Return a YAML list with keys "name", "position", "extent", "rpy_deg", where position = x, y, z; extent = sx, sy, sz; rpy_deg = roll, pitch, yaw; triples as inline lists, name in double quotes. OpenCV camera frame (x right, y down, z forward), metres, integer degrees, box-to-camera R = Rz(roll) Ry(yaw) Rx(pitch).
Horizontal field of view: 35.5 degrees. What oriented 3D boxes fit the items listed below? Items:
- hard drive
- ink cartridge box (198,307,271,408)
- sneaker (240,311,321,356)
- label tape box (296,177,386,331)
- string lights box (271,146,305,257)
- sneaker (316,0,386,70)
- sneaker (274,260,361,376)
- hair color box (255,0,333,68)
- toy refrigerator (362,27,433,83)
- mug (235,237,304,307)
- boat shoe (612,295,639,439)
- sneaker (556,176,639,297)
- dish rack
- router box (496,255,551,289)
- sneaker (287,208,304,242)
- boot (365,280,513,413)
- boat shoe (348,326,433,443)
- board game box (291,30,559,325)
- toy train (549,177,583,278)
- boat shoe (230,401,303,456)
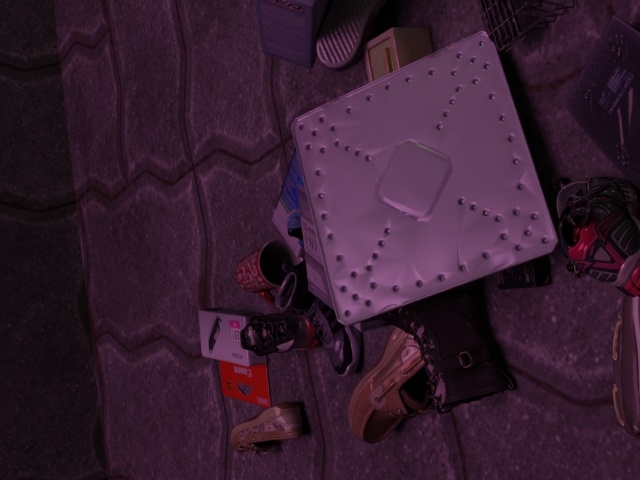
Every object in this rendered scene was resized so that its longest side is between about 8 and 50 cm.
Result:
- name: "hard drive"
  position: [0.455, -0.173, 1.371]
  extent: [0.255, 0.054, 0.172]
  rpy_deg: [57, 140, 35]
- name: "ink cartridge box"
  position: [-0.223, 0.299, 2.559]
  extent: [0.275, 0.060, 0.239]
  rpy_deg: [0, 94, 58]
- name: "sneaker"
  position: [-0.093, 0.208, 2.259]
  extent: [0.276, 0.135, 0.098]
  rpy_deg: [-20, 77, 57]
- name: "label tape box"
  position: [0.051, -0.036, 1.886]
  extent: [0.249, 0.115, 0.348]
  rpy_deg: [-145, 43, -61]
- name: "string lights box"
  position: [-0.015, -0.105, 2.126]
  extent: [0.133, 0.076, 0.260]
  rpy_deg: [55, 139, 37]
- name: "sneaker"
  position: [0.081, -0.449, 1.885]
  extent: [0.102, 0.161, 0.282]
  rpy_deg: [32, 97, 8]
- name: "sneaker"
  position: [-0.012, 0.161, 2.097]
  extent: [0.101, 0.153, 0.269]
  rpy_deg: [-21, 78, 58]
- name: "hair color box"
  position: [-0.033, -0.464, 1.825]
  extent: [0.374, 0.113, 0.185]
  rpy_deg: [103, -173, -83]
- name: "toy refrigerator"
  position: [0.155, -0.239, 1.809]
  extent: [0.102, 0.094, 0.270]
  rpy_deg: [-16, 81, 58]
- name: "mug"
  position: [-0.127, 0.082, 2.304]
  extent: [0.169, 0.113, 0.150]
  rpy_deg: [-21, 58, 61]
- name: "boat shoe"
  position: [0.453, 0.128, 1.380]
  extent: [0.091, 0.109, 0.305]
  rpy_deg: [179, 90, -67]
- name: "sneaker"
  position: [0.378, -0.030, 1.381]
  extent: [0.299, 0.112, 0.121]
  rpy_deg: [-91, 25, -72]
- name: "dish rack"
  position: [0.332, -0.419, 1.513]
  extent: [0.271, 0.074, 0.208]
  rpy_deg: [-33, 67, 57]
- name: "router box"
  position: [0.325, 0.017, 1.634]
  extent: [0.092, 0.038, 0.122]
  rpy_deg: [-9, 88, 58]
- name: "sneaker"
  position: [0.000, 0.000, 2.060]
  extent: [0.073, 0.162, 0.063]
  rpy_deg: [-73, 8, -49]
- name: "boot"
  position: [0.184, 0.186, 1.728]
  extent: [0.091, 0.263, 0.229]
  rpy_deg: [53, -153, -74]
- name: "boat shoe"
  position: [0.151, 0.282, 1.887]
  extent: [0.110, 0.121, 0.341]
  rpy_deg: [56, 138, 38]
- name: "board game box"
  position: [0.163, -0.096, 1.660]
  extent: [0.390, 0.050, 0.390]
  rpy_deg: [-22, 70, 23]
- name: "toy train"
  position: [0.386, -0.021, 1.541]
  extent: [0.036, 0.027, 0.158]
  rpy_deg: [-18, 80, 47]
- name: "boat shoe"
  position: [-0.133, 0.468, 2.399]
  extent: [0.285, 0.104, 0.089]
  rpy_deg: [-44, 56, 52]
